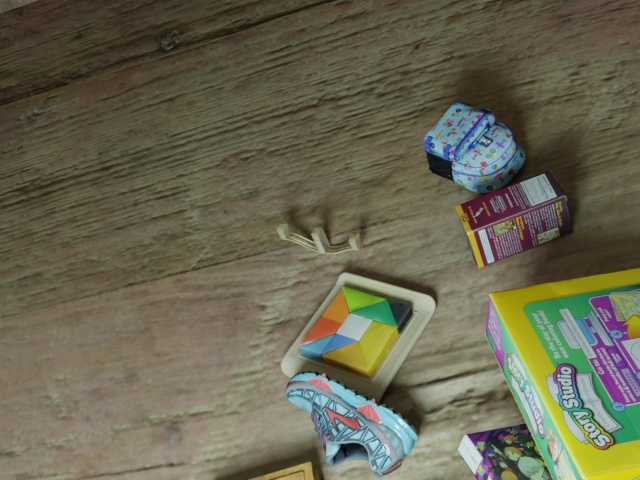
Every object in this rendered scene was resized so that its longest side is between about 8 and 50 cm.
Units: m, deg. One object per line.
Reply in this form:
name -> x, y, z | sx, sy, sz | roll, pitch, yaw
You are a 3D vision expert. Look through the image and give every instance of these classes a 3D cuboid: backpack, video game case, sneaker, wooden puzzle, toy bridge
backpack -> 0.315, -0.182, 1.832 | 0.158, 0.117, 0.173 | -45, 50, -16
video game case -> 0.345, 0.347, 1.305 | 0.232, 0.042, 0.210 | -3, 38, -26
sneaker -> 0.028, 0.309, 1.532 | 0.262, 0.104, 0.125 | 19, 62, 37
wooden puzzle -> 0.066, 0.171, 1.679 | 0.221, 0.044, 0.238 | 15, 58, 34
toy bridge -> 0.000, 0.000, 1.850 | 0.188, 0.063, 0.026 | 8, 54, 29

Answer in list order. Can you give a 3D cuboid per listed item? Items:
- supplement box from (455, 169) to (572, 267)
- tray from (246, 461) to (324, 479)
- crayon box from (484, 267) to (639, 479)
supplement box -> 0.358, -0.039, 1.689 | 0.188, 0.104, 0.081 | -21, 44, 6
tray -> -0.074, 0.553, 1.380 | 0.203, 0.076, 0.411 | -19, 46, 9
crayon box -> 0.452, 0.205, 1.348 | 0.313, 0.106, 0.363 | -10, 40, -6
